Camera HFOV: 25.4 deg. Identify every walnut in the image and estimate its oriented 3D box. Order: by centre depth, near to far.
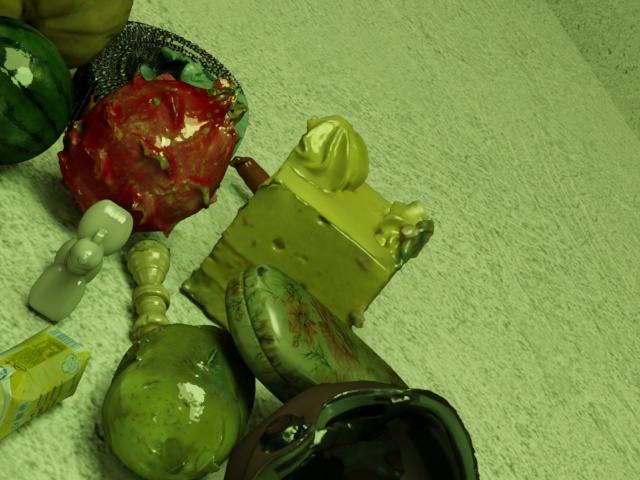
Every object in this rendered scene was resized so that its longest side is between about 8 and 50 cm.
[{"bbox_3d":[-0.413,-0.386,1.982,0.306,0.306,0.344,24,23,-28],"label":"walnut"}]

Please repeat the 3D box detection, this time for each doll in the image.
[{"bbox_3d":[-0.276,0.016,1.673,0.059,0.160,0.161,36,26,-8],"label":"doll"}]

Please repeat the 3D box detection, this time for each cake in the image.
[{"bbox_3d":[0.000,0.000,1.900,0.227,0.286,0.222,40,27,1],"label":"cake"}]

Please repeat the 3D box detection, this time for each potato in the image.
[{"bbox_3d":[-0.155,0.176,1.599,0.169,0.143,0.248,51,25,-7],"label":"potato"}]

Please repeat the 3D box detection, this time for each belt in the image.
[{"bbox_3d":[-0.238,-0.200,2.095,0.260,0.122,0.325,28,30,-13],"label":"belt"}]

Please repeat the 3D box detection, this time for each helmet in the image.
[{"bbox_3d":[0.003,0.287,1.540,0.338,0.197,0.271,-33,112,-27],"label":"helmet"}]

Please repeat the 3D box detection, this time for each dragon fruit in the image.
[{"bbox_3d":[-0.207,-0.117,1.844,0.205,0.268,0.210,61,-11,-17],"label":"dragon fruit"}]

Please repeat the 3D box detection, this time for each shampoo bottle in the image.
[{"bbox_3d":[-0.045,-0.030,2.117,0.244,0.085,0.085,49,29,18],"label":"shampoo bottle"}]

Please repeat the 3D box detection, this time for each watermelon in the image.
[{"bbox_3d":[-0.415,-0.196,1.785,0.215,0.188,0.188,47,20,-32],"label":"watermelon"}]

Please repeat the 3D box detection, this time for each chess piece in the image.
[{"bbox_3d":[-0.213,0.073,1.784,0.060,0.060,0.172,24,33,-27],"label":"chess piece"}]

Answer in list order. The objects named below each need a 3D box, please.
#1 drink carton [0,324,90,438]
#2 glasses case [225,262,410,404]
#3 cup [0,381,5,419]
[{"bbox_3d":[-0.327,0.155,1.486,0.074,0.084,0.200,34,27,13],"label":"drink carton"},{"bbox_3d":[0.020,0.174,1.740,0.425,0.098,0.157,45,24,-46],"label":"glasses case"},{"bbox_3d":[-0.410,0.088,1.313,0.255,0.173,0.202,4,6,29],"label":"cup"}]
